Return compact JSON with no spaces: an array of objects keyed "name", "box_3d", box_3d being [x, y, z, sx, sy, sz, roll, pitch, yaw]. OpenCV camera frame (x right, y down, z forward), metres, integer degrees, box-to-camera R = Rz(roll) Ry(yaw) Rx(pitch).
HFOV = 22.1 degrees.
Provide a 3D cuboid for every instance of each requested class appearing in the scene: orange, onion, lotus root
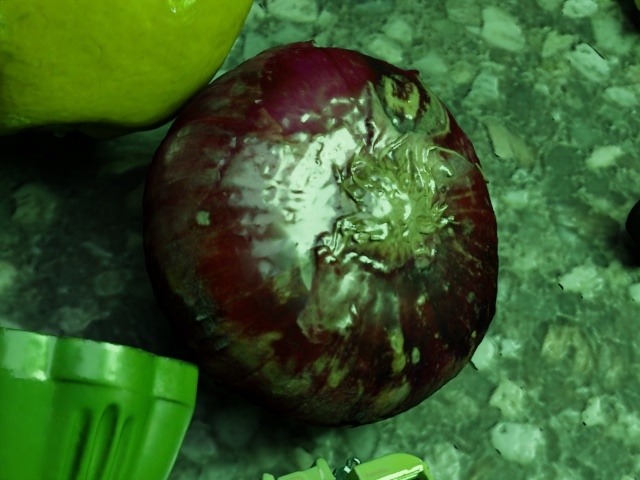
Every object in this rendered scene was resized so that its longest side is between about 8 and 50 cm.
[{"name":"orange","box_3d":[-0.172,-0.177,1.055,0.279,0.279,0.235,-15,98,-24]},{"name":"onion","box_3d":[0.000,0.000,1.045,0.246,0.190,0.246,3,82,-24]},{"name":"lotus root","box_3d":[-0.168,0.142,0.939,0.186,0.186,0.186,8,59,-13]}]

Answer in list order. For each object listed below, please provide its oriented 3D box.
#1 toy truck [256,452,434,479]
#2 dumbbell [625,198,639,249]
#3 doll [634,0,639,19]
[{"name":"toy truck","box_3d":[-0.002,0.183,1.003,0.169,0.077,0.100,-16,68,-23]},{"name":"dumbbell","box_3d":[0.309,0.036,1.169,0.100,0.100,0.191,-22,70,-27]},{"name":"doll","box_3d":[0.380,-0.216,1.346,0.291,0.086,0.117,-8,68,-19]}]
